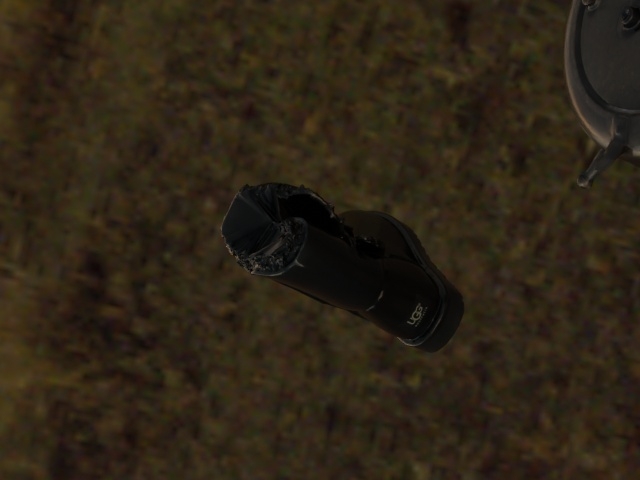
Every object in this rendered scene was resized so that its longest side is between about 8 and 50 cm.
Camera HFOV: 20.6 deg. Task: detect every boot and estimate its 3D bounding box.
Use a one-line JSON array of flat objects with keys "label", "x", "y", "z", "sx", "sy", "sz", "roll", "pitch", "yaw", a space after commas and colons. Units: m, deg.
[{"label": "boot", "x": 0.000, "y": 0.000, "z": 1.607, "sx": 0.094, "sy": 0.207, "sz": 0.246, "roll": -57, "pitch": 30, "yaw": 7}]

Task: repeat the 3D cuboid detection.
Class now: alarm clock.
[{"label": "alarm clock", "x": 0.165, "y": -0.110, "z": 0.742, "sx": 0.129, "sy": 0.064, "sz": 0.192, "roll": 13, "pitch": 84, "yaw": 56}]
